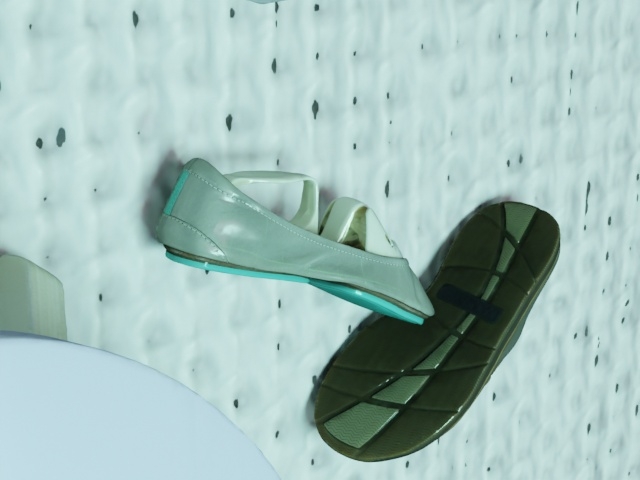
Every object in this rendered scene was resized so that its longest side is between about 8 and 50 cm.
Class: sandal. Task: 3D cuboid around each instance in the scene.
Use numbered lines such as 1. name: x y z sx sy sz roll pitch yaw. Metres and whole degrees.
1. sandal: 0.085 0.065 0.860 0.219 0.090 0.060 -51 153 -24

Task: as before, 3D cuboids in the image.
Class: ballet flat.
1. ballet flat: 0.000 0.000 0.758 0.213 0.072 0.068 17 89 -42

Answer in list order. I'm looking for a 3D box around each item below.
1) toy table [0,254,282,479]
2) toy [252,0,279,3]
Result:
1. toy table: -0.150 0.132 0.586 0.274 0.161 0.252 50 61 -36
2. toy: -0.067 -0.172 0.600 0.237 0.137 0.056 10 86 -43
